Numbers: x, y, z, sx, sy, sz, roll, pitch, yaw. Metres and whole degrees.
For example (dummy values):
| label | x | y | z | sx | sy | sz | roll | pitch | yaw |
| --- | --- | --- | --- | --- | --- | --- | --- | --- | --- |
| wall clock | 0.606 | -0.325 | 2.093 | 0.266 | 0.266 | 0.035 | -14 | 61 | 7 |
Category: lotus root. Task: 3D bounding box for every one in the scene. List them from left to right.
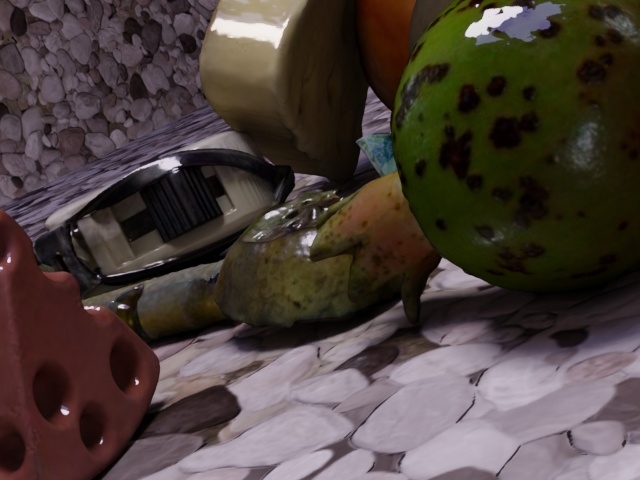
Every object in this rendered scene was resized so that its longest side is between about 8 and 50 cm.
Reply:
| label | x | y | z | sx | sy | sz | roll | pitch | yaw |
| --- | --- | --- | --- | --- | --- | --- | --- | --- | --- |
| lotus root | -0.002 | 0.001 | 0.997 | 0.183 | 0.078 | 0.203 | -5 | 17 | 19 |

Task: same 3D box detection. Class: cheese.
| label | x | y | z | sx | sy | sz | roll | pitch | yaw |
| --- | --- | --- | --- | --- | --- | --- | --- | --- | --- |
| cheese | -0.213 | 0.098 | 0.863 | 0.128 | 0.202 | 0.177 | -20 | -17 | 21 |
| cheese | -0.013 | -0.215 | 1.420 | 0.104 | 0.383 | 0.384 | 10 | 23 | 16 |

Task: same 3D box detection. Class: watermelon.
| label | x | y | z | sx | sy | sz | roll | pitch | yaw |
| --- | --- | --- | --- | --- | --- | --- | --- | --- | --- |
| watermelon | 0.120 | -0.059 | 1.146 | 0.180 | 0.081 | 0.094 | 13 | 12 | 42 |

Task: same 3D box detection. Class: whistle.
| label | x | y | z | sx | sy | sz | roll | pitch | yaw |
| --- | --- | --- | --- | --- | --- | --- | --- | --- | --- |
| whistle | -0.208 | 0.080 | 1.138 | 0.326 | 0.057 | 0.068 | -16 | 1 | 27 |

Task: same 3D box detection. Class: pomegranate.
| label | x | y | z | sx | sy | sz | roll | pitch | yaw |
| --- | --- | --- | --- | --- | --- | --- | --- | --- | --- |
| pomegranate | 0.126 | -0.042 | 0.785 | 0.286 | 0.231 | 0.231 | -50 | 7 | 13 |

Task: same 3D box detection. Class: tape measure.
| label | x | y | z | sx | sy | sz | roll | pitch | yaw |
| --- | --- | --- | --- | --- | --- | --- | --- | --- | --- |
| tape measure | -0.146 | -0.024 | 1.260 | 0.231 | 0.133 | 0.271 | -27 | -2 | 11 |

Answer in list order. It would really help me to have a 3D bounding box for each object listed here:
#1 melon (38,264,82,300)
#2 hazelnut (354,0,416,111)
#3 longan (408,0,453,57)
| label | x | y | z | sx | sy | sz | roll | pitch | yaw |
| --- | --- | --- | --- | --- | --- | --- | --- | --- | --- |
| melon | -0.281 | 0.035 | 1.375 | 0.098 | 0.098 | 0.131 | -24 | 6 | -5 |
| hazelnut | 0.212 | -0.277 | 1.359 | 0.366 | 0.365 | 0.366 | -21 | 12 | 5 |
| longan | 0.193 | -0.181 | 1.081 | 0.248 | 0.248 | 0.248 | -21 | 12 | 5 |
